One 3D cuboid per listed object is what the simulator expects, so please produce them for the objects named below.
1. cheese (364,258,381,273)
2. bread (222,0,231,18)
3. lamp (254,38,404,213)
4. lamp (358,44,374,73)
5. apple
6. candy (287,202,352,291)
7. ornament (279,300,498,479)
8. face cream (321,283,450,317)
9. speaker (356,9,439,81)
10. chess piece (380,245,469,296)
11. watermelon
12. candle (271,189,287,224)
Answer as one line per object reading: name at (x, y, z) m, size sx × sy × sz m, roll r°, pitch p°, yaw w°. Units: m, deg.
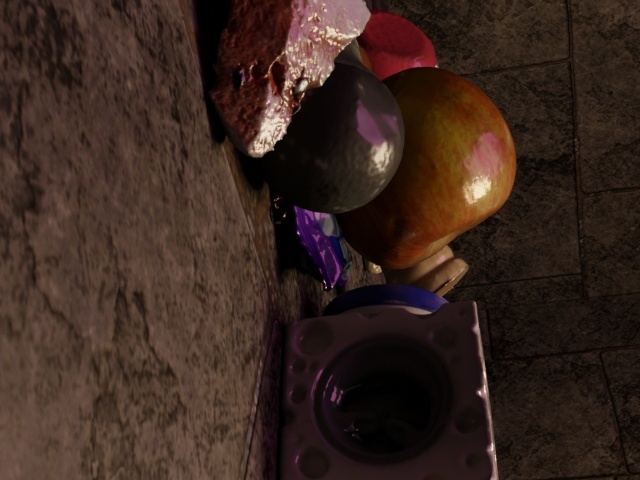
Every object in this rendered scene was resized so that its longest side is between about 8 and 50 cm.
cheese at (0.102, -0.026, 1.858) m, size 0.065 × 0.043 × 0.194 m, roll -51°, pitch 134°, yaw -77°
bread at (-0.069, -0.288, 1.048) m, size 0.189 × 0.077 × 0.114 m, roll -12°, pitch 113°, yaw -69°
lamp at (0.025, -0.167, 1.105) m, size 0.314 × 0.182 × 0.182 m, roll -70°, pitch 153°, yaw -44°
lamp at (0.012, -0.231, 1.276) m, size 0.136 × 0.136 × 0.136 m, roll -7°, pitch 90°, yaw -79°
apple at (0.137, -0.118, 1.336) m, size 0.301 × 0.301 × 0.302 m, roll -7°, pitch 90°, yaw -79°
candy at (0.000, 0.000, 1.240) m, size 0.275 × 0.070 × 0.145 m, roll 12°, pitch 61°, yaw -83°
ornament at (0.094, 0.245, 1.103) m, size 0.240 × 0.239 × 0.239 m, roll 69°, pitch 17°, yaw -52°
face cream at (0.100, 0.161, 1.283) m, size 0.206 × 0.206 × 0.111 m, roll 68°, pitch 21°, yaw -53°
speaker at (0.085, -0.251, 1.576) m, size 0.294 × 0.294 × 0.294 m, roll -7°, pitch 90°, yaw -79°
chess piece at (0.119, -0.002, 1.512) m, size 0.261 × 0.143 × 0.143 m, roll 50°, pitch 5°, yaw 11°
watermelon at (-0.049, -0.204, 0.945) m, size 0.154 × 0.094 × 0.241 m, roll 39°, pitch 71°, yaw -57°
candle at (-0.057, -0.103, 1.135) m, size 0.026 × 0.021 × 0.167 m, roll 35°, pitch 48°, yaw -75°
